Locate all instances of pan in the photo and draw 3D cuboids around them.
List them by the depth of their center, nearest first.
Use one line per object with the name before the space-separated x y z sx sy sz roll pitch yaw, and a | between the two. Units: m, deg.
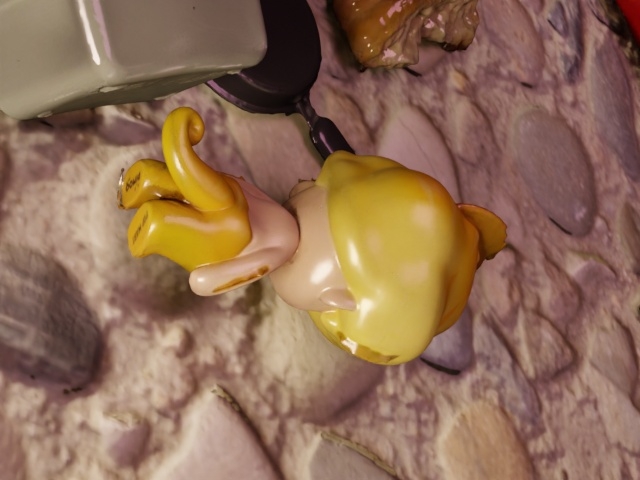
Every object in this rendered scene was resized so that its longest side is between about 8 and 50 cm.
pan | -0.021 -0.111 0.959 0.235 0.028 0.136 51 41 -13

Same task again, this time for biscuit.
biscuit | 0.070 -0.197 1.086 0.183 0.061 0.118 -29 89 -51

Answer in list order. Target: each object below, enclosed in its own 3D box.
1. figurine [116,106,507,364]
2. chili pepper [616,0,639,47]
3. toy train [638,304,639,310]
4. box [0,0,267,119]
figurine | 0.000 0.000 0.857 0.246 0.131 0.156 11 45 -32
chili pepper | 0.357 -0.206 1.378 0.110 0.110 0.387 -20 79 -51
toy train | 0.327 0.071 1.229 0.103 0.044 0.064 50 44 -12
box | -0.114 -0.127 0.801 0.172 0.124 0.093 -16 91 -49
